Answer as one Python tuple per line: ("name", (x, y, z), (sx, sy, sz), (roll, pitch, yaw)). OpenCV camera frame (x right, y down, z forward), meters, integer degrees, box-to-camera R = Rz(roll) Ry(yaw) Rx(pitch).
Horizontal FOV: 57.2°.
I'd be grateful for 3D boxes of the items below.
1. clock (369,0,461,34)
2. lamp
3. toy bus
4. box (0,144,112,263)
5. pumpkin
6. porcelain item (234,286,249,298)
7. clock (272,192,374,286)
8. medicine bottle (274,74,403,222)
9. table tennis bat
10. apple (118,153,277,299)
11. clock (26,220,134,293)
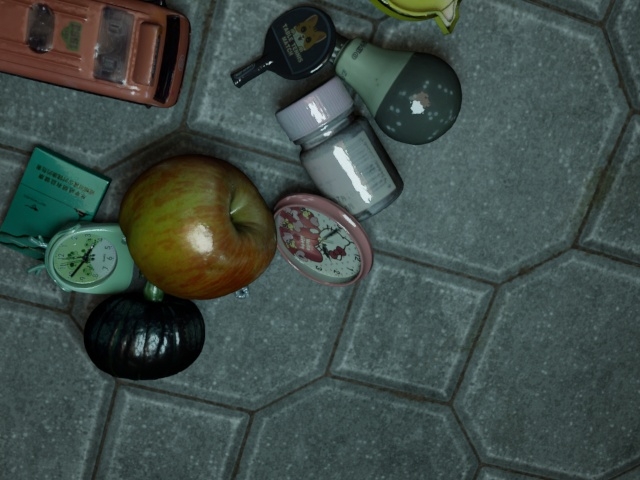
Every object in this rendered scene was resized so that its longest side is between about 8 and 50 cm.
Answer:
("clock", (0.186, -0.575, 1.159), (0.293, 0.071, 0.277), (31, 89, -21))
("lamp", (0.130, -0.307, 1.175), (0.313, 0.182, 0.182), (21, 102, -6))
("toy bus", (-0.465, -0.377, 1.071), (0.426, 0.233, 0.203), (12, 103, -8))
("box", (-0.565, -0.064, 1.244), (0.160, 0.042, 0.226), (26, 101, -12))
("pumpkin", (-0.361, 0.164, 1.226), (0.247, 0.248, 0.248), (-1, 105, -5))
("porcelain item", (-0.194, 0.103, 1.330), (0.083, 0.028, 0.036), (42, 95, -15))
("clock", (0.000, -0.001, 1.239), (0.244, 0.056, 0.244), (22, 139, 20))
("medicine bottle", (0.040, -0.183, 1.206), (0.165, 0.165, 0.273), (-32, 104, 4))
("table tennis bat", (-0.077, -0.378, 1.188), (0.236, 0.027, 0.150), (-26, 75, 13))
("apple", (-0.254, -0.020, 1.168), (0.301, 0.301, 0.302), (-1, 105, -5))
("clock", (-0.498, 0.029, 1.228), (0.210, 0.066, 0.159), (5, 111, -29))
